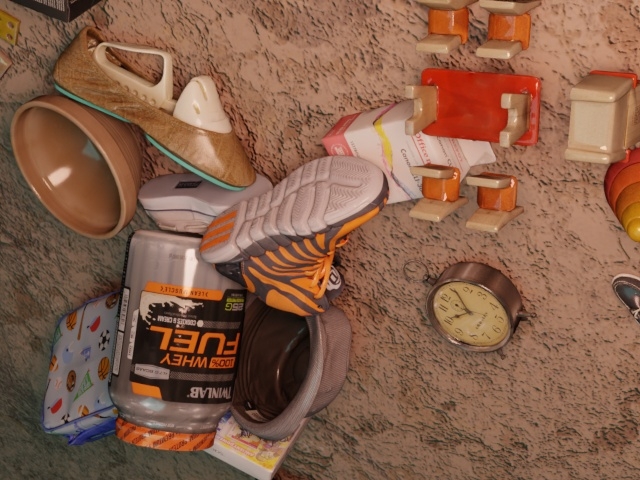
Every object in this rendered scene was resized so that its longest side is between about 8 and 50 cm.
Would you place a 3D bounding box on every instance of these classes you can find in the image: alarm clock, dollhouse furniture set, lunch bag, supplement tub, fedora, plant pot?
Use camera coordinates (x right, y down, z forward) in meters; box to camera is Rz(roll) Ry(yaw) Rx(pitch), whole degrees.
[{"bbox_3d":[0.200,0.081,1.520,0.192,0.064,0.129,30,135,4],"label":"alarm clock"},{"bbox_3d":[0.234,-0.151,1.261,0.259,0.135,0.261,11,110,29],"label":"dollhouse furniture set"},{"bbox_3d":[-0.366,0.223,1.859,0.115,0.243,0.303,19,149,-36],"label":"lunch bag"},{"bbox_3d":[-0.216,0.148,1.645,0.194,0.194,0.315,8,91,27],"label":"supplement tub"},{"bbox_3d":[-0.037,0.178,1.670,0.243,0.124,0.275,48,120,44],"label":"fedora"},{"bbox_3d":[-0.350,-0.128,1.651,0.237,0.110,0.237,25,137,26],"label":"plant pot"}]

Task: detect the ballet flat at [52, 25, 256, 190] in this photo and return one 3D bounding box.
[{"bbox_3d":[-0.225,-0.202,1.544,0.342,0.116,0.124,32,113,12],"label":"ballet flat"}]

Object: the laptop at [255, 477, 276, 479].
[{"bbox_3d":[0.092,0.618,2.052,0.408,0.236,0.381,39,144,42],"label":"laptop"}]

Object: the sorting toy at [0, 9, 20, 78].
[{"bbox_3d":[-0.570,-0.291,1.714,0.132,0.046,0.274,47,134,-10],"label":"sorting toy"}]

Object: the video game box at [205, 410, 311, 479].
[{"bbox_3d":[-0.128,0.282,1.799,0.205,0.187,0.048,25,134,14],"label":"video game box"}]

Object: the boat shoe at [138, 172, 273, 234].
[{"bbox_3d":[-0.162,-0.050,1.632,0.258,0.095,0.084,8,133,40],"label":"boat shoe"}]

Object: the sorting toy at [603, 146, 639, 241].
[{"bbox_3d":[0.443,0.068,1.296,0.127,0.126,0.365,-22,106,35],"label":"sorting toy"}]

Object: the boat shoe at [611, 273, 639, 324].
[{"bbox_3d":[0.427,0.094,1.407,0.125,0.038,0.046,43,133,-6],"label":"boat shoe"}]

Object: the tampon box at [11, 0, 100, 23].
[{"bbox_3d":[-0.374,-0.385,1.463,0.161,0.120,0.101,23,134,14],"label":"tampon box"}]

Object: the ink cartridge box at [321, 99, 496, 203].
[{"bbox_3d":[0.115,-0.117,1.411,0.198,0.067,0.115,-10,118,38],"label":"ink cartridge box"}]

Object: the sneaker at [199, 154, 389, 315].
[{"bbox_3d":[0.000,0.000,1.479,0.321,0.124,0.180,-19,131,41],"label":"sneaker"}]
